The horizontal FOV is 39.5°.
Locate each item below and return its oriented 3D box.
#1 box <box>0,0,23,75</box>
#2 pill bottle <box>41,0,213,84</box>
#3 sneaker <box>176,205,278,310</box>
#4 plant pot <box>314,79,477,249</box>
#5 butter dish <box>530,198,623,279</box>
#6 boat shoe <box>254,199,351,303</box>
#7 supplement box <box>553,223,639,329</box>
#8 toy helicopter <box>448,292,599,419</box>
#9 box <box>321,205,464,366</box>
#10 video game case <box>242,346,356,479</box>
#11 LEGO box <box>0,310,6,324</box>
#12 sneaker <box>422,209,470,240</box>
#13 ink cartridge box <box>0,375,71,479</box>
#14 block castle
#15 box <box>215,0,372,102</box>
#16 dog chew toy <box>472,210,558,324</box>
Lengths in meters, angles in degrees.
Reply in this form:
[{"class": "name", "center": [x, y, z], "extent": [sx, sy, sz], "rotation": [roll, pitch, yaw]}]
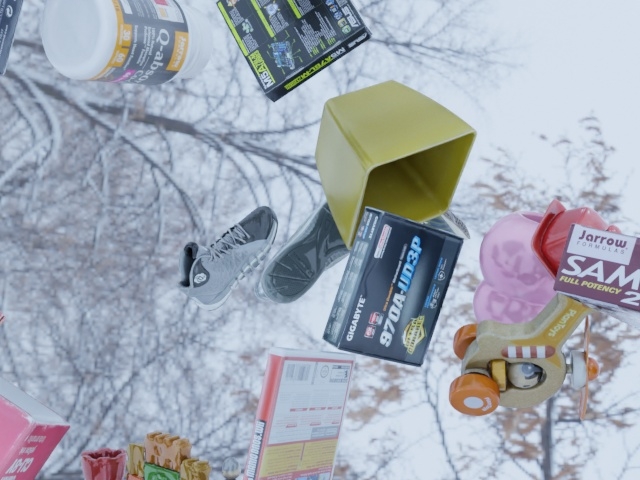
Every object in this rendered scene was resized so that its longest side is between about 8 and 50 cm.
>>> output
[{"class": "box", "center": [-0.680, -0.420, 1.328], "extent": [0.293, 0.395, 0.212], "rotation": [11, -94, 15]}, {"class": "pill bottle", "center": [-0.319, -0.348, 1.518], "extent": [0.162, 0.278, 0.162], "rotation": [5, -82, 33]}, {"class": "sneaker", "center": [-0.179, 0.015, 1.631], "extent": [0.086, 0.132, 0.229], "rotation": [32, -95, 42]}, {"class": "plant pot", "center": [0.103, -0.145, 1.504], "extent": [0.187, 0.212, 0.212], "rotation": [55, -27, 29]}, {"class": "butter dish", "center": [0.450, 0.009, 1.491], "extent": [0.118, 0.160, 0.160], "rotation": [-29, -76, 43]}, {"class": "boat shoe", "center": [0.001, 0.003, 1.722], "extent": [0.320, 0.118, 0.103], "rotation": [-45, -168, -20]}, {"class": "supplement box", "center": [0.348, 0.054, 0.900], "extent": [0.130, 0.239, 0.073], "rotation": [14, -95, 41]}, {"class": "toy helicopter", "center": [0.369, 0.167, 1.426], "extent": [0.140, 0.235, 0.355], "rotation": [-76, -171, -45]}, {"class": "box", "center": [0.115, 0.074, 1.386], "extent": [0.051, 0.175, 0.220], "rotation": [22, -86, 56]}, {"class": "video game case", "center": [-0.034, 0.282, 1.146], "extent": [0.025, 0.204, 0.285], "rotation": [9, -94, 29]}, {"class": "LEGO box", "center": [-0.862, 0.173, 1.639], "extent": [0.193, 0.372, 0.500], "rotation": [-28, -160, 19]}, {"class": "sneaker", "center": [0.252, -0.042, 1.999], "extent": [0.086, 0.192, 0.064], "rotation": [-33, -144, 22]}, {"class": "ink cartridge box", "center": [-0.471, 0.261, 0.832], "extent": [0.385, 0.279, 0.160], "rotation": [-58, 178, -12]}, {"class": "block castle", "center": [-0.335, 0.438, 1.445], "extent": [0.453, 0.303, 0.213], "rotation": [-1, -90, 44]}, {"class": "box", "center": [-0.043, -0.337, 1.357], "extent": [0.184, 0.045, 0.191], "rotation": [-34, -111, 13]}, {"class": "dog chew toy", "center": [0.397, 0.114, 1.770], "extent": [0.206, 0.206, 0.332], "rotation": [37, -60, 54]}]
